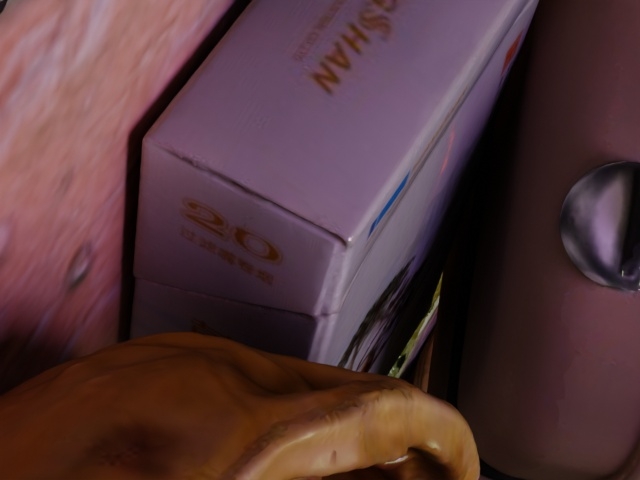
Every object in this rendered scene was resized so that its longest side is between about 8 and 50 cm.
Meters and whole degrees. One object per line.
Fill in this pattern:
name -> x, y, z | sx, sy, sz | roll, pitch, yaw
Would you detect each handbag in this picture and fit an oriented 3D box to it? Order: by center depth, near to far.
handbag -> 0.134, -0.050, 0.575 | 0.283, 0.149, 0.302 | 125, -23, -79

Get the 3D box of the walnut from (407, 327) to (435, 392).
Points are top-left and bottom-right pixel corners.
walnut -> 0.157, 0.129, 1.418 | 0.197, 0.165, 0.165 | -45, 162, -35

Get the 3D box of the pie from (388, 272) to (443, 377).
pie -> 0.013, 0.074, 0.867 | 0.187, 0.041, 0.187 | -59, 170, -17

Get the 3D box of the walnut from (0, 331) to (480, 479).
walnut -> -0.051, 0.082, 0.404 | 0.167, 0.087, 0.211 | -56, 156, 12

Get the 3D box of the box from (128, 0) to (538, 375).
box -> 0.000, 0.000, 0.532 | 0.149, 0.067, 0.233 | -58, 170, -34
